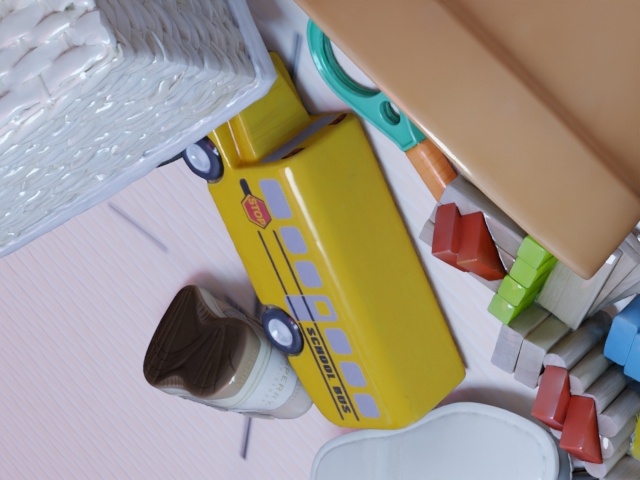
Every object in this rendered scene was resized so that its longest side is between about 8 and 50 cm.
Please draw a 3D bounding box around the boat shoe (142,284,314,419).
[{"bbox_3d":[-0.090,0.117,1.833,0.098,0.109,0.302,28,175,-21],"label":"boat shoe"}]

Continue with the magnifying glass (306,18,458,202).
[{"bbox_3d":[0.066,-0.100,1.571,0.231,0.026,0.092,55,144,-4],"label":"magnifying glass"}]

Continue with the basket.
[{"bbox_3d":[-0.278,-0.190,1.522,0.331,0.266,0.328,-31,79,22],"label":"basket"}]

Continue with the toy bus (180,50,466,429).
[{"bbox_3d":[0.000,0.000,1.656,0.130,0.108,0.333,-2,118,49],"label":"toy bus"}]

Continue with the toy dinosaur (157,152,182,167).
[{"bbox_3d":[-0.210,-0.113,1.743,0.313,0.160,0.121,42,127,17],"label":"toy dinosaur"}]

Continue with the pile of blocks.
[{"bbox_3d":[0.205,0.084,1.472,0.149,0.112,0.362,-35,91,44],"label":"pile of blocks"}]

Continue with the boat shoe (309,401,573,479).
[{"bbox_3d":[0.119,0.212,1.719,0.305,0.091,0.109,-14,67,48],"label":"boat shoe"}]

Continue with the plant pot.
[{"bbox_3d":[0.135,-0.146,1.184,0.291,0.203,0.291,44,-174,-6],"label":"plant pot"}]

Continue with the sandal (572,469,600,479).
[{"bbox_3d":[0.248,0.245,1.627,0.219,0.060,0.090,-21,103,53],"label":"sandal"}]
